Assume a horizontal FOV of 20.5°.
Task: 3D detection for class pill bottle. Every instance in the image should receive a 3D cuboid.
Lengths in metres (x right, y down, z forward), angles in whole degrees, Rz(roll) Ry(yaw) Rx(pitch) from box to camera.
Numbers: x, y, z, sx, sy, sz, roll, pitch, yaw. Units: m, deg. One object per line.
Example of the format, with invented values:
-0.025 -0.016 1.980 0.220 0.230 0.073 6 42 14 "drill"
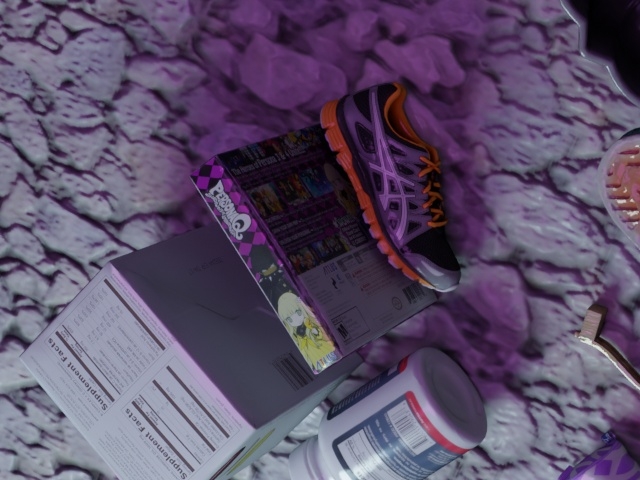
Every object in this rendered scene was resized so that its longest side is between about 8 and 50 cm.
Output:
0.061 0.191 1.701 0.180 0.108 0.108 -36 85 25 "pill bottle"

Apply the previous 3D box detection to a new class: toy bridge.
0.321 0.117 1.618 0.188 0.026 0.063 20 108 19 "toy bridge"

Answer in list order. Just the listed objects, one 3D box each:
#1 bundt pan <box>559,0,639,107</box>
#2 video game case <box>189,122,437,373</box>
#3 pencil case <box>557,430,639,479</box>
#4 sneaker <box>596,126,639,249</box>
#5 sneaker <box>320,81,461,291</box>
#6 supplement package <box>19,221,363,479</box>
0.346 -0.260 1.443 0.330 0.124 0.331 1 112 1 "bundt pan"
0.000 0.000 1.623 0.042 0.232 0.210 -34 86 27 "video game case"
0.299 0.282 1.630 0.206 0.086 0.088 53 149 9 "pencil case"
0.356 0.029 1.533 0.108 0.121 0.302 -31 88 29 "sneaker"
0.080 -0.051 1.662 0.083 0.084 0.215 -30 86 21 "sneaker"
-0.115 0.115 1.677 0.204 0.262 0.145 49 114 8 "supplement package"
